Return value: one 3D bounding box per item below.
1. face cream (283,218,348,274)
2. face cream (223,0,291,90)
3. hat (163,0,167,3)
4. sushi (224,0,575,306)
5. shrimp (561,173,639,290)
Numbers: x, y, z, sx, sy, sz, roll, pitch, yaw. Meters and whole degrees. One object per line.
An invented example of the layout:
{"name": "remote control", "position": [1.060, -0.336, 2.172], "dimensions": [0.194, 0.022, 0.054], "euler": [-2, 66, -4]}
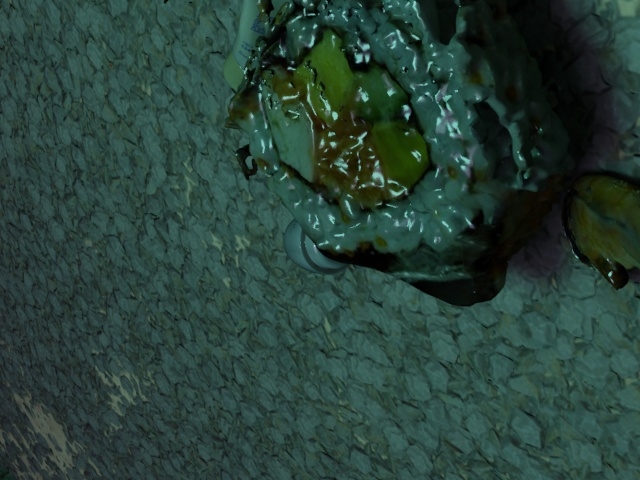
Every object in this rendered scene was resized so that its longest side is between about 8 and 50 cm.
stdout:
{"name": "face cream", "position": [0.000, 0.000, 1.285], "dimensions": [0.095, 0.091, 0.091], "euler": [0, 114, 59]}
{"name": "face cream", "position": [-0.050, -0.261, 1.173], "dimensions": [0.114, 0.070, 0.224], "euler": [21, 150, -18]}
{"name": "hat", "position": [-0.162, -0.376, 1.252], "dimensions": [0.146, 0.067, 0.146], "euler": [-174, 90, -80]}
{"name": "sushi", "position": [0.078, -0.133, 1.015], "dimensions": [0.417, 0.176, 0.417], "euler": [31, 138, 32]}
{"name": "shrimp", "position": [0.336, 0.027, 0.924], "dimensions": [0.262, 0.066, 0.117], "euler": [51, 161, 37]}
